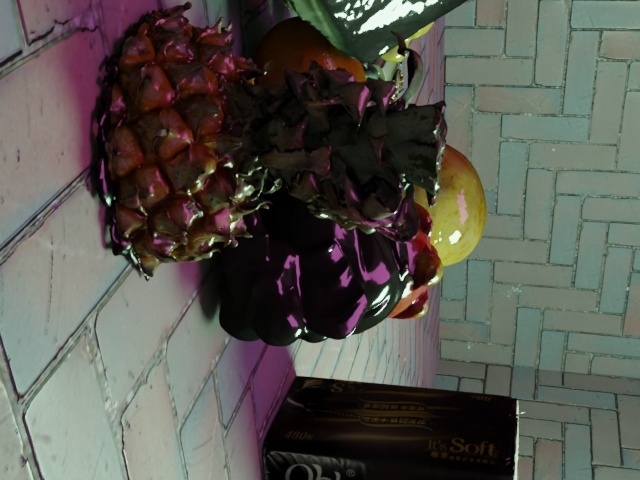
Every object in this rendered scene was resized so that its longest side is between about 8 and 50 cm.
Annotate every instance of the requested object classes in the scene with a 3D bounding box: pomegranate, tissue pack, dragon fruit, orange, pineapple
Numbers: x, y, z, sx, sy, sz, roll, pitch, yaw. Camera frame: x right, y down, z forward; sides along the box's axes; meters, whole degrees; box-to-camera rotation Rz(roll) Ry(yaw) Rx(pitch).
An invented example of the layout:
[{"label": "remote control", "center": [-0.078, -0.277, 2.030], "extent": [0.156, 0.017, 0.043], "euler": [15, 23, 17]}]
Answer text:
[{"label": "pomegranate", "center": [0.217, -0.084, 1.820], "extent": [0.307, 0.307, 0.307], "euler": [4, 90, -77]}, {"label": "tissue pack", "center": [0.119, 0.345, 1.291], "extent": [0.210, 0.370, 0.198], "euler": [-56, 146, -65]}, {"label": "dragon fruit", "center": [0.063, 0.018, 1.349], "extent": [0.307, 0.243, 0.227], "euler": [37, 77, -31]}, {"label": "orange", "center": [-0.016, -0.198, 1.063], "extent": [0.156, 0.124, 0.156], "euler": [36, 38, -36]}, {"label": "pineapple", "center": [-0.022, -0.082, 0.769], "extent": [0.262, 0.271, 0.262], "euler": [4, 90, -76]}]

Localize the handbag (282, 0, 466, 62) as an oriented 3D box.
[{"label": "handbag", "center": [0.032, -0.364, 0.904], "extent": [0.240, 0.247, 0.340], "euler": [57, 7, 16]}]

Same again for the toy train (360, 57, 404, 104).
[{"label": "toy train", "center": [0.113, -0.326, 1.708], "extent": [0.194, 0.080, 0.125], "euler": [-65, 145, -50]}]

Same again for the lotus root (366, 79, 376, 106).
[{"label": "lotus root", "center": [0.014, -0.160, 1.228], "extent": [0.138, 0.138, 0.214], "euler": [-72, 168, -46]}]

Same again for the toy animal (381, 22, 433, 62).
[{"label": "toy animal", "center": [0.047, -0.322, 1.153], "extent": [0.233, 0.168, 0.121], "euler": [-120, -164, -48]}]

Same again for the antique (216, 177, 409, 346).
[{"label": "antique", "center": [0.000, 0.000, 1.038], "extent": [0.322, 0.185, 0.255], "euler": [10, 87, -50]}]
